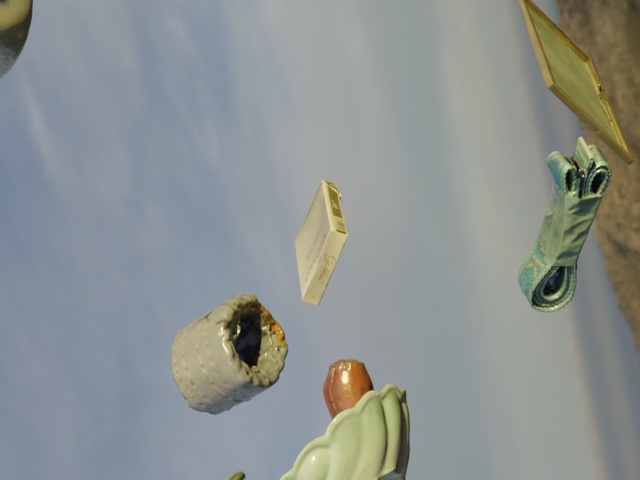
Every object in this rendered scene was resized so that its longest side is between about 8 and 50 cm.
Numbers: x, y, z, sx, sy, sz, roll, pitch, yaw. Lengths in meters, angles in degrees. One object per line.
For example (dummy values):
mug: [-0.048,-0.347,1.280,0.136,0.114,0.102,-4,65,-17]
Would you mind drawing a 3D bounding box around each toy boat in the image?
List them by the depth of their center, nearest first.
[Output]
toy boat: [0.028,0.318,1.589,0.100,0.290,0.199,46,169,29]

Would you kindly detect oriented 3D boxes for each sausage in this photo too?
sausage: [0.082,0.403,1.990,0.094,0.094,0.418,138,121,-71]

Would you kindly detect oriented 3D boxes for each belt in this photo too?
belt: [0.376,-0.019,1.865,0.072,0.087,0.302,-97,12,-53]

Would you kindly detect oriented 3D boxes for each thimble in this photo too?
thimble: [-0.125,0.154,1.619,0.127,0.118,0.151,55,-150,-9]

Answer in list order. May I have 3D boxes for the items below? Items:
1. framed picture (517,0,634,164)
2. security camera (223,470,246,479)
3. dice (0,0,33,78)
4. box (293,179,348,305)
framed picture: [0.266,-0.177,1.270,0.136,0.010,0.201,36,-151,-27]
security camera: [-0.218,0.436,1.890,0.080,0.301,0.157,47,-132,8]
dice: [-0.473,-0.289,1.440,0.194,0.193,0.191,6,-117,-44]
box: [0.000,0.000,1.622,0.198,0.029,0.109,-99,31,-68]
